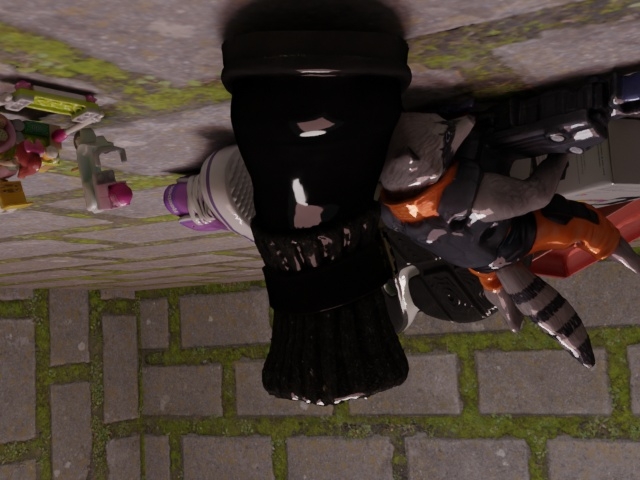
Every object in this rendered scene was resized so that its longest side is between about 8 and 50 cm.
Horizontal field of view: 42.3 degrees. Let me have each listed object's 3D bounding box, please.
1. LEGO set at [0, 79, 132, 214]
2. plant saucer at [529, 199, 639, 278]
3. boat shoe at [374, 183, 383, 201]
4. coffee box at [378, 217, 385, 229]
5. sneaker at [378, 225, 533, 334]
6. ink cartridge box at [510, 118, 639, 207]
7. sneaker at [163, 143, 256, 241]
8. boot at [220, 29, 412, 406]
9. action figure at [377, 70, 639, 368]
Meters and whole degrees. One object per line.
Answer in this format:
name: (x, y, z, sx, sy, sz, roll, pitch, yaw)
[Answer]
LEGO set: (-0.260, -0.052, 0.633, 0.107, 0.132, 0.287, -15, -170, 38)
plant saucer: (0.432, -0.028, 1.246, 0.258, 0.048, 0.259, -34, 158, 26)
boat shoe: (0.109, -0.060, 1.181, 0.125, 0.046, 0.038, -11, 172, -14)
coffee box: (0.085, 0.015, 1.423, 0.246, 0.141, 0.098, -3, 174, -17)
sneaker: (0.203, -0.012, 1.179, 0.257, 0.169, 0.447, -39, -178, -22)
ink cartridge box: (0.313, -0.081, 0.938, 0.127, 0.072, 0.175, -1, 173, -24)
sneaker: (-0.120, -0.044, 0.949, 0.161, 0.102, 0.282, -1, 175, 11)
boot: (0.004, 0.000, 0.640, 0.131, 0.260, 0.348, -3, 174, 0)
action figure: (0.192, -0.026, 0.770, 0.330, 0.178, 0.341, 31, 152, -29)
